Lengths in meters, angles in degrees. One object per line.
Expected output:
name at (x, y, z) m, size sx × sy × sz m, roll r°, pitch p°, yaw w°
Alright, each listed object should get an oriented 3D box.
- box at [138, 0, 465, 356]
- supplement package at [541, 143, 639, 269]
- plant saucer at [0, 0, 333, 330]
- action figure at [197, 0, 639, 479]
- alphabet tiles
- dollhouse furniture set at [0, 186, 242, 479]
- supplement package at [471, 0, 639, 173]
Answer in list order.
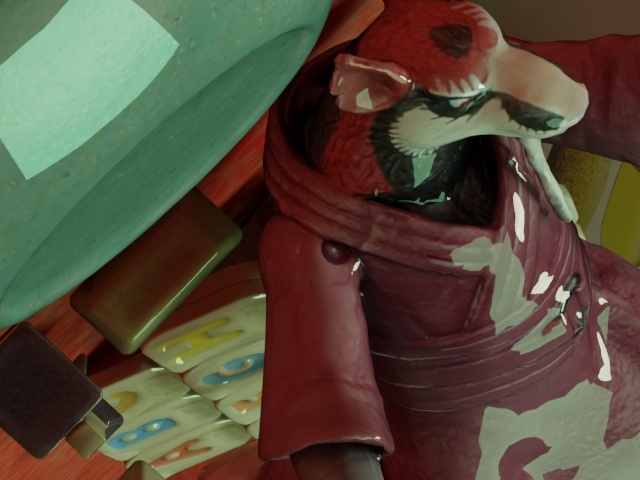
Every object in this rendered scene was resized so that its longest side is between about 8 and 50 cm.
box at (0.000, 0.000, 1.003) m, size 0.067 × 0.063 × 0.324 m, roll -36°, pitch 172°, yaw -40°
supplement package at (0.198, -0.051, 1.197) m, size 0.134 × 0.139 × 0.244 m, roll 9°, pitch 99°, yaw -84°
plant saucer at (-0.051, -0.028, 0.470) m, size 0.195 × 0.037 × 0.195 m, roll -42°, pitch 175°, yaw -5°
action figure at (0.060, 0.009, 0.767) m, size 0.248 × 0.276 × 0.370 m, roll -41°, pitch 138°, yaw -16°
alphabet tiles at (0.010, 0.057, 1.006) m, size 0.278 × 0.021 × 0.284 m, roll -23°, pitch 158°, yaw 6°
dollhouse furniture set at (-0.067, 0.039, 0.763) m, size 0.114 × 0.091 × 0.081 m, roll -46°, pitch -169°, yaw 2°
supplement package at (0.219, -0.129, 0.885) m, size 0.203 × 0.194 × 0.149 m, roll -41°, pitch 174°, yaw -39°
